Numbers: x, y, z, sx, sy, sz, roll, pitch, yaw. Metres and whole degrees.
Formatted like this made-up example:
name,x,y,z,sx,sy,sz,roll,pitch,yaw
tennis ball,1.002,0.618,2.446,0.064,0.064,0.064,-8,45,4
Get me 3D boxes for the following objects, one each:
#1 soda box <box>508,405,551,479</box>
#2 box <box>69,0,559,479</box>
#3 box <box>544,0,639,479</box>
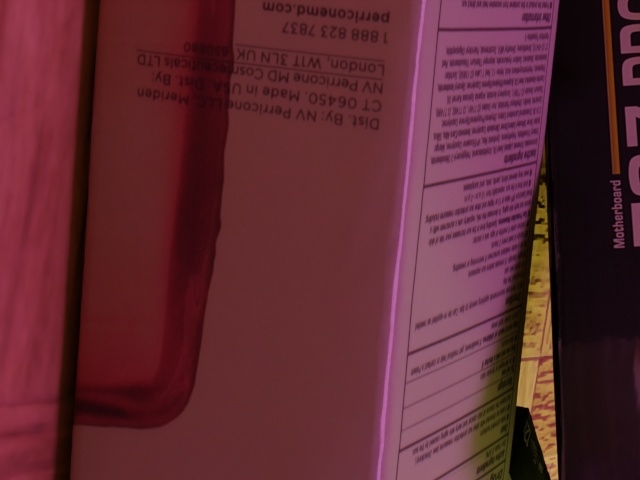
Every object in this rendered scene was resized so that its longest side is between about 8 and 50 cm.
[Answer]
name,x,y,z,sx,sy,sz,roll,pitch,yaw
soda box,0.096,0.155,1.006,0.053,0.060,0.169,-64,149,-32
box,0.000,0.000,0.675,0.148,0.127,0.232,-14,111,-65
box,0.158,0.027,0.879,0.395,0.097,0.318,71,17,-65
